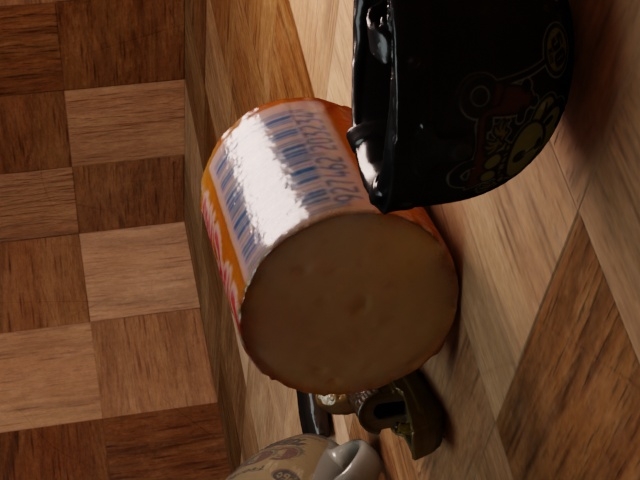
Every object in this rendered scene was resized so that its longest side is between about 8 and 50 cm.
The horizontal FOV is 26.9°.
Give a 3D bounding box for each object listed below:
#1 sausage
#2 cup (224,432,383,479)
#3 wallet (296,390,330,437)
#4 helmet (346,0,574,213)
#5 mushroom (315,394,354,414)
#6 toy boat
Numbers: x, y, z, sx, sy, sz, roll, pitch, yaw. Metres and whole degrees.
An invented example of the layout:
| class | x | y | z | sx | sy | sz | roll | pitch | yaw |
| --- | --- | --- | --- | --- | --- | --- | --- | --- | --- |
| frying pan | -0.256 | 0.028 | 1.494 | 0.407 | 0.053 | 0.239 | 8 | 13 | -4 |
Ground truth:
| class | x | y | z | sx | sy | sz | roll | pitch | yaw |
| --- | --- | --- | --- | --- | --- | --- | --- | --- | --- |
| sausage | 0.000 | 0.000 | 1.434 | 0.287 | 0.233 | 0.233 | -117 | 22 | -57 |
| cup | -0.020 | 0.358 | 1.845 | 0.301 | 0.227 | 0.257 | -44 | 6 | 28 |
| wallet | -0.029 | 0.176 | 2.200 | 0.165 | 0.042 | 0.309 | 135 | 127 | -74 |
| helmet | 0.103 | -0.148 | 0.993 | 0.278 | 0.161 | 0.230 | -91 | 2 | -48 |
| mushroom | 0.021 | 0.143 | 1.855 | 0.084 | 0.071 | 0.209 | 40 | -142 | -61 |
| toy boat | 0.077 | 0.182 | 1.520 | 0.226 | 0.088 | 0.068 | -121 | 27 | -67 |
